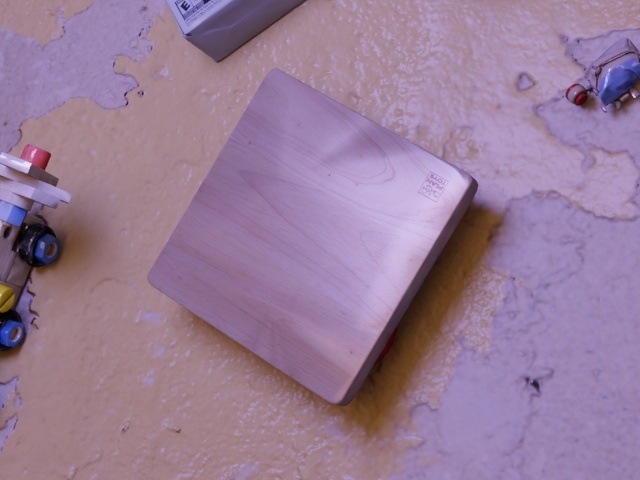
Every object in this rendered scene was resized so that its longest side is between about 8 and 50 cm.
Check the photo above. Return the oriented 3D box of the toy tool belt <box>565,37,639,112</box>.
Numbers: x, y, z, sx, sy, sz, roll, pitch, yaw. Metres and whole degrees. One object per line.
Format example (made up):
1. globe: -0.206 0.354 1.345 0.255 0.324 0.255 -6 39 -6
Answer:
1. toy tool belt: 0.282 -0.151 1.563 0.083 0.052 0.051 -42 56 10

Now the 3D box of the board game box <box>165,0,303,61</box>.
1. board game box: -0.108 -0.385 1.771 0.224 0.097 0.303 -34 67 12

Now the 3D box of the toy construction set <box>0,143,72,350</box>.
1. toy construction set: -0.379 0.037 1.715 0.151 0.215 0.327 36 93 26

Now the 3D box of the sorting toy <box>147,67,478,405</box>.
1. sorting toy: 0.000 0.000 1.627 0.257 0.089 0.255 31 91 27
